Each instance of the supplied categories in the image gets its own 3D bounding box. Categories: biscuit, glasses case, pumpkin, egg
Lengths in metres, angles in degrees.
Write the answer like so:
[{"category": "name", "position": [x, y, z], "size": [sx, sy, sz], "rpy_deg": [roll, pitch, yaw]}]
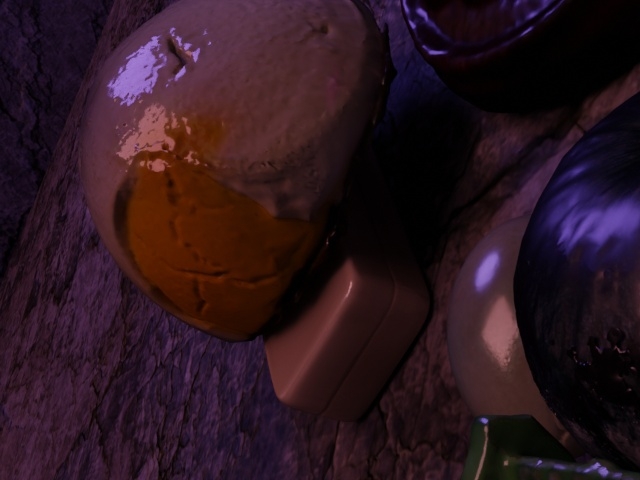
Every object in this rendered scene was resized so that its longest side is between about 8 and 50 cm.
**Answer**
[{"category": "biscuit", "position": [0.177, -0.294, 0.948], "size": [0.407, 0.091, 0.407], "rpy_deg": [-47, 33, 44]}, {"category": "glasses case", "position": [0.000, 0.000, 1.146], "size": [0.144, 0.076, 0.336], "rpy_deg": [-59, 26, 27]}, {"category": "pumpkin", "position": [0.194, 0.006, 0.530], "size": [0.233, 0.163, 0.233], "rpy_deg": [-33, 16, 11]}, {"category": "egg", "position": [-0.099, -0.087, 1.086], "size": [0.337, 0.201, 0.337], "rpy_deg": [-47, 31, 41]}, {"category": "egg", "position": [0.130, 0.056, 0.755], "size": [0.114, 0.114, 0.152], "rpy_deg": [-39, 38, 53]}]

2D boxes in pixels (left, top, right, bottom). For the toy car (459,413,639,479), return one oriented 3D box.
[{"category": "toy car", "position": [0.151, 0.242, 0.440], "size": [0.213, 0.176, 0.358], "rpy_deg": [175, 99, -66]}]
